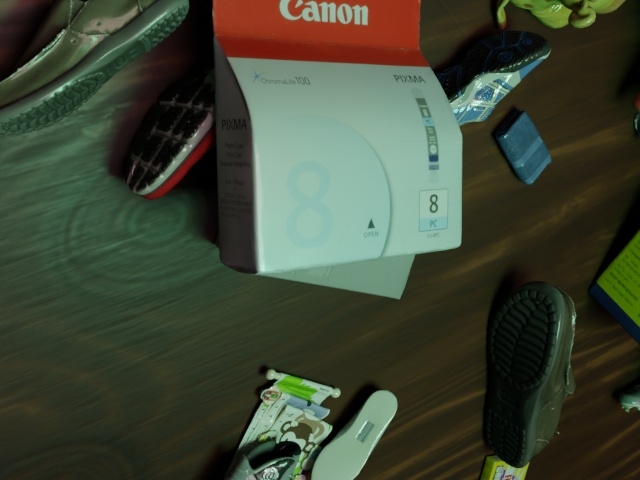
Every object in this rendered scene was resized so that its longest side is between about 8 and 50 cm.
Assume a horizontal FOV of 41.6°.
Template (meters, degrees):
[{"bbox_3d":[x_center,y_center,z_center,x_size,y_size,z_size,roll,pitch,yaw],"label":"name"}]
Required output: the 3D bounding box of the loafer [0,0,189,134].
[{"bbox_3d":[-0.258,-0.203,0.882,0.251,0.094,0.087,-39,92,-14],"label":"loafer"}]

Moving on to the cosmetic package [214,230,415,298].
[{"bbox_3d":[0.000,0.000,1.104,0.238,0.127,0.107,16,97,-36],"label":"cosmetic package"}]

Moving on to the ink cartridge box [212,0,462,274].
[{"bbox_3d":[0.032,-0.167,0.964,0.308,0.091,0.385,-6,101,-36],"label":"ink cartridge box"}]

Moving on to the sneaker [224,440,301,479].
[{"bbox_3d":[-0.042,0.361,1.223,0.229,0.086,0.132,27,90,-39],"label":"sneaker"}]

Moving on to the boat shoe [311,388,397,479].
[{"bbox_3d":[0.053,0.310,1.309,0.184,0.066,0.063,-57,169,-11],"label":"boat shoe"}]

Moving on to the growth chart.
[{"bbox_3d":[-0.057,0.307,1.256,0.172,0.021,0.237,17,99,-39],"label":"growth chart"}]

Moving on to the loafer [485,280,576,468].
[{"bbox_3d":[0.371,0.220,1.459,0.130,0.134,0.366,-18,128,-33],"label":"loafer"}]

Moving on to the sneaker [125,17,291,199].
[{"bbox_3d":[-0.108,-0.143,0.989,0.279,0.107,0.118,-48,133,-8],"label":"sneaker"}]

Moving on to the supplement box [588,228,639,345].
[{"bbox_3d":[0.693,0.035,1.486,0.195,0.194,0.356,15,120,-37],"label":"supplement box"}]

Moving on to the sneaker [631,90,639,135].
[{"bbox_3d":[0.642,-0.206,1.481,0.148,0.131,0.350,-40,141,19],"label":"sneaker"}]

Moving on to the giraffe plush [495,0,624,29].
[{"bbox_3d":[0.352,-0.370,1.168,0.210,0.170,0.181,-18,118,-28],"label":"giraffe plush"}]

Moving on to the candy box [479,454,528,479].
[{"bbox_3d":[0.331,0.499,1.596,0.105,0.027,0.206,1,108,-38],"label":"candy box"}]

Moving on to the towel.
[{"bbox_3d":[0.318,-0.146,1.325,0.067,0.029,0.119,-48,128,-9],"label":"towel"}]

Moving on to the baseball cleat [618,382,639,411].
[{"bbox_3d":[0.686,0.291,1.742,0.206,0.072,0.109,0,95,-39],"label":"baseball cleat"}]

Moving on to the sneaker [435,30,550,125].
[{"bbox_3d":[0.232,-0.226,1.202,0.211,0.080,0.081,-29,137,1],"label":"sneaker"}]
